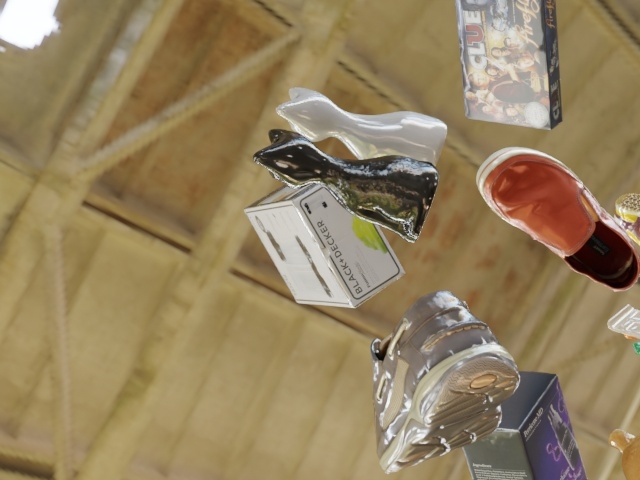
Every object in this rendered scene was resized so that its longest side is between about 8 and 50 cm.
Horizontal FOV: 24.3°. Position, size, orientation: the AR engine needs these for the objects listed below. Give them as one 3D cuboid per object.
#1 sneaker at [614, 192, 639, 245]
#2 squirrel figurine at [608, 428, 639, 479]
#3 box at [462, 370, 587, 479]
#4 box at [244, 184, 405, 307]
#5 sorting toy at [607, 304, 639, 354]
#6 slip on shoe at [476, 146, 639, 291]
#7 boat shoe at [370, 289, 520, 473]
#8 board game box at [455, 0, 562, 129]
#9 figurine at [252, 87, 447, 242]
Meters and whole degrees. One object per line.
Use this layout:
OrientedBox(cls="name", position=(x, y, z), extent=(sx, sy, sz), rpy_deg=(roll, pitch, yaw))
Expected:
OrientedBox(cls="sneaker", position=(0.594, -0.018, 2.559), extent=(0.069, 0.185, 0.084), rpy_deg=(-37, -44, -35))
OrientedBox(cls="squirrel figurine", position=(0.576, 0.336, 2.009), extent=(0.371, 0.281, 0.397), rpy_deg=(-7, -40, -15))
OrientedBox(cls="box", position=(0.305, 0.322, 2.234), extent=(0.153, 0.108, 0.207), rpy_deg=(-46, -55, -45))
OrientedBox(cls="box", position=(0.000, 0.000, 2.056), extent=(0.087, 0.290, 0.169), rpy_deg=(-32, -84, -14))
OrientedBox(cls="sorting toy", position=(0.273, 0.079, 1.248), extent=(0.083, 0.062, 0.012), rpy_deg=(-26, -48, -56))
OrientedBox(cls="slip on shoe", position=(0.369, -0.030, 2.241), extent=(0.331, 0.101, 0.123), rpy_deg=(37, -77, -27))
OrientedBox(cls="boat shoe", position=(0.122, 0.149, 1.593), extent=(0.132, 0.130, 0.355), rpy_deg=(-15, -20, -17))
OrientedBox(cls="board game box", position=(0.304, -0.307, 2.400), extent=(0.042, 0.165, 0.243), rpy_deg=(-35, -54, -44))
OrientedBox(cls="figurine", position=(0.037, -0.108, 1.769), extent=(0.215, 0.209, 0.092), rpy_deg=(-73, 2, -60))
